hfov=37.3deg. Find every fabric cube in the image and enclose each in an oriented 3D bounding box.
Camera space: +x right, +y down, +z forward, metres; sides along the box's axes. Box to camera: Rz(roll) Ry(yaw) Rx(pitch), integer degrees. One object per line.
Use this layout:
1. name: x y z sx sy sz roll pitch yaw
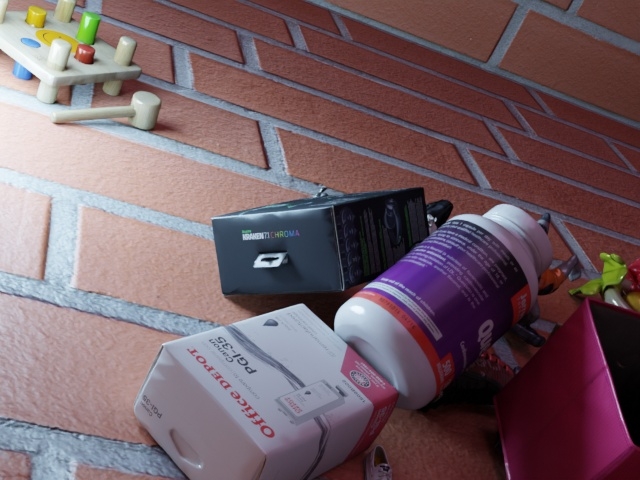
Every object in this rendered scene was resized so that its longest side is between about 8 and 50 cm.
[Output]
1. fabric cube: 0.432 0.282 1.347 0.254 0.258 0.259 18 41 -18

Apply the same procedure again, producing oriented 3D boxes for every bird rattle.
1. bird rattle: 0.681 0.136 2.097 0.253 0.143 0.207 20 36 -42

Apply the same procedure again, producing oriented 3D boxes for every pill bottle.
1. pill bottle: 0.187 0.085 1.371 0.323 0.181 0.181 -37 61 -24

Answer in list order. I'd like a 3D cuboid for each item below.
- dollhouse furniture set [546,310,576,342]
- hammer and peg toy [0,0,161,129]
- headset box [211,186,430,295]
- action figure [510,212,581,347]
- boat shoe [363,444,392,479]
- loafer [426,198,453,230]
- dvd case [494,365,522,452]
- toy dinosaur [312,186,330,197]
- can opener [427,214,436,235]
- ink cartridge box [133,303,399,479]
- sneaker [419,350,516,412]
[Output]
1. dollhouse furniture set: 0.480 0.209 1.736 0.123 0.144 0.151 27 40 11
2. hammer and peg toy: -0.485 -0.356 1.857 0.361 0.127 0.266 37 28 20
3. headset box: 0.000 0.000 1.520 0.246 0.131 0.283 -4 6 36
4. action figure: 0.334 0.038 1.844 0.341 0.179 0.330 32 26 18
5. boat shoe: 0.081 0.315 1.270 0.035 0.035 0.100 21 27 -13
6. loafer: 0.222 -0.050 2.009 0.078 0.076 0.223 34 28 12
7. dvd case: 0.383 0.313 1.557 0.179 0.030 0.239 29 27 5
8. toy dinosaur: 0.012 -0.022 1.726 0.268 0.118 0.064 31 42 10
9. can opener: 0.167 0.011 1.779 0.074 0.093 0.280 43 24 -7
10. ink cartridge box: -0.065 0.210 1.233 0.207 0.117 0.283 41 30 25
11. sneaker: 0.196 0.218 1.485 0.276 0.098 0.135 23 35 -18
